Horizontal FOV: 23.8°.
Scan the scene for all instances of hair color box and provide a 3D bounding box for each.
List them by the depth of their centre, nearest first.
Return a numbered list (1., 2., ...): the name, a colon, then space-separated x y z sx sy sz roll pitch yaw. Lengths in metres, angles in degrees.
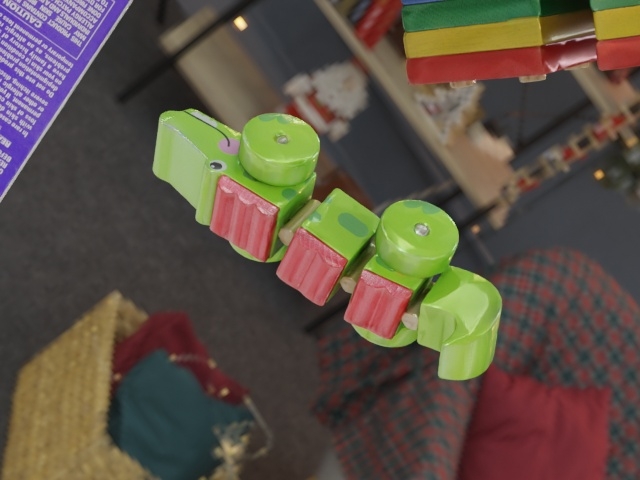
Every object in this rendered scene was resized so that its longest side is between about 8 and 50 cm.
1. hair color box: -0.241 -0.057 0.922 0.110 0.185 0.339 37 67 -15

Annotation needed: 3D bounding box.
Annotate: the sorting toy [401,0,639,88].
1. sorting toy: 0.191 -0.147 0.846 0.257 0.255 0.089 -20 105 -50

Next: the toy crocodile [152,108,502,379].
1. toy crocodile: 0.000 0.000 1.229 0.340 0.115 0.105 33 45 14
